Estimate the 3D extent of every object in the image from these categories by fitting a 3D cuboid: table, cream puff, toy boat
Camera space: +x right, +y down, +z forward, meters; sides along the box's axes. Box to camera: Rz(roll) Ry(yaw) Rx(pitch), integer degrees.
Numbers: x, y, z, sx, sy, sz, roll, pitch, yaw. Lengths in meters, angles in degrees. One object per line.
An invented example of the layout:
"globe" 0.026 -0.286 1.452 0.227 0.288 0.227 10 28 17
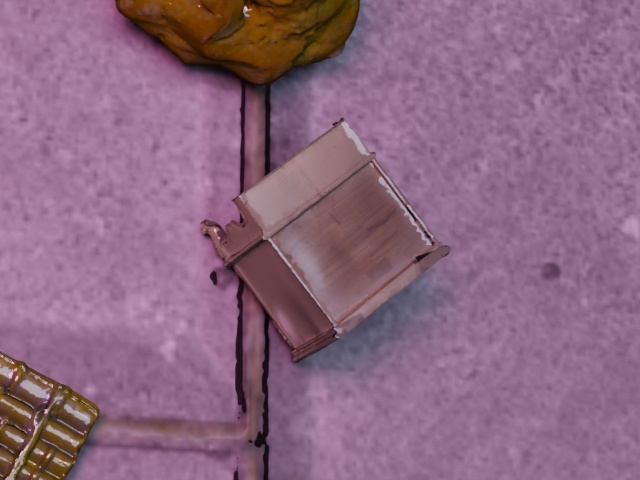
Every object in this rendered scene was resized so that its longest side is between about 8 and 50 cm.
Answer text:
"table" 0.000 0.000 0.920 0.079 0.062 0.083 -38 92 -26
"cream puff" -0.033 -0.155 0.922 0.146 0.116 0.146 6 71 -19
"toy boat" -0.161 0.073 0.859 0.115 0.016 0.063 31 66 -12
